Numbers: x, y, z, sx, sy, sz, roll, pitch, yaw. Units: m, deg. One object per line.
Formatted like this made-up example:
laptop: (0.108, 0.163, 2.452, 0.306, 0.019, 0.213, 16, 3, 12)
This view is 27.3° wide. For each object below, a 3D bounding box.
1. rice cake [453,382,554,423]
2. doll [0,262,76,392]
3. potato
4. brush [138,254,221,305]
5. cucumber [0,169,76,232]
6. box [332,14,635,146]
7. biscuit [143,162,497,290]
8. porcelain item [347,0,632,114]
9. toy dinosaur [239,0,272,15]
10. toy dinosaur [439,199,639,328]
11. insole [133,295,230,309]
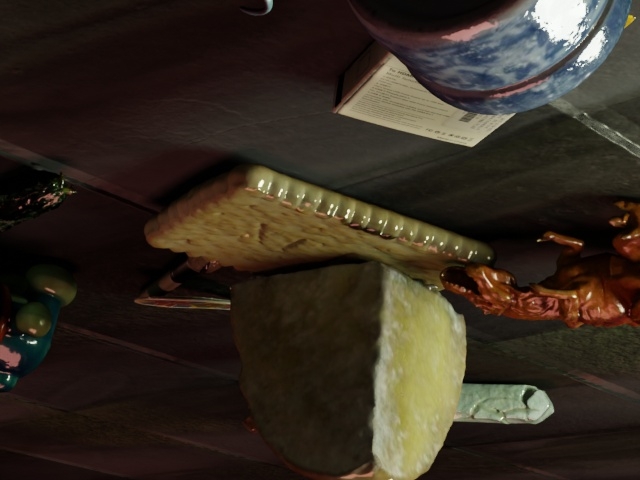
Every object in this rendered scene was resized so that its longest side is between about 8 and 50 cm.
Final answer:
rice cake: (0.177, 0.242, 1.959, 0.336, 0.063, 0.066, -4, 166, 21)
doll: (-0.436, 0.081, 1.510, 0.322, 0.186, 0.198, 19, 156, -40)
potato: (0.027, 0.167, 1.386, 0.211, 0.264, 0.189, -14, 144, 25)
brush: (-0.170, 0.046, 1.543, 0.039, 0.042, 0.299, -29, 178, -28)
cucumber: (-0.309, -0.040, 1.332, 0.053, 0.053, 0.181, 21, 156, -36)
box: (0.112, -0.137, 0.968, 0.129, 0.033, 0.247, 13, 159, -18)
biscuit: (0.000, 0.000, 1.361, 0.325, 0.044, 0.217, 17, 156, -30)
porcelain item: (0.098, -0.153, 0.759, 0.147, 0.147, 0.114, -5, 158, 28)
toy dinosaur: (-0.046, -0.201, 0.821, 0.080, 0.045, 0.197, 15, 155, 14)
toy dinosaur: (0.341, 0.039, 1.297, 0.432, 0.097, 0.208, 4, 160, -4)
insole: (-0.137, 0.078, 1.621, 0.193, 0.006, 0.065, 6, 167, -31)
